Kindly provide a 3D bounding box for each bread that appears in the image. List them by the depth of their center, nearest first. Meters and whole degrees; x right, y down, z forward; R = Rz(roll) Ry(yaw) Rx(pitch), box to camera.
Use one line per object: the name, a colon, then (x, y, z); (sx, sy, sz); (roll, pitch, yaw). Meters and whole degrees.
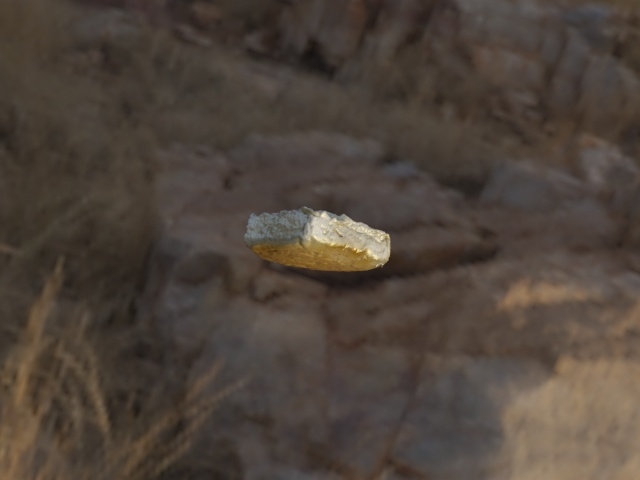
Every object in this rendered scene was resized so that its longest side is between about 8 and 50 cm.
bread: (0.000, 0.000, 1.223); (0.083, 0.035, 0.070); (18, -15, -35)
